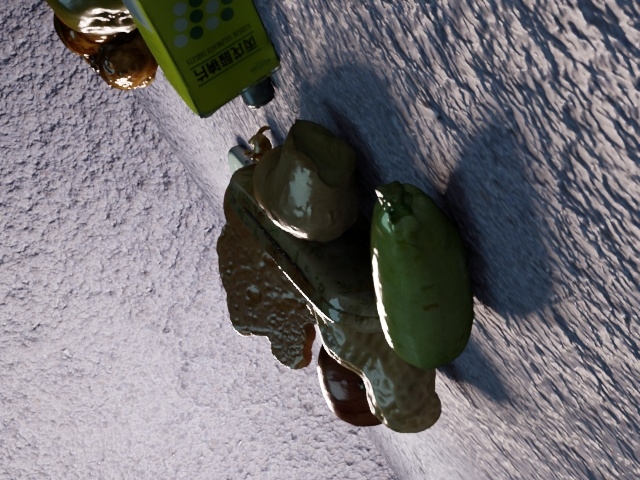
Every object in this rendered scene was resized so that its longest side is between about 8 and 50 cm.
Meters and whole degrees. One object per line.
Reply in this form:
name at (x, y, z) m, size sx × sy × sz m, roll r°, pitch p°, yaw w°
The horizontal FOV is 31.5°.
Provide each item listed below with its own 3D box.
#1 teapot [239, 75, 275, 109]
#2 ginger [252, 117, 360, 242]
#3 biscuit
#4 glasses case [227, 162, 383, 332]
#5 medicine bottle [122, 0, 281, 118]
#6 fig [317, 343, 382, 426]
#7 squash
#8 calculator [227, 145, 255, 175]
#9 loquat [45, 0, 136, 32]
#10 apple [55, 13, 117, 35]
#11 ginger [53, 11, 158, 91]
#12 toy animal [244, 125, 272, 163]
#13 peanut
teapot at (-0.101, -0.234, 1.661) m, size 0.083 × 0.049 × 0.063 m, roll 59°, pitch 171°, yaw -23°
ginger at (-0.013, -0.073, 1.512) m, size 0.267 × 0.138 × 0.152 m, roll 158°, pitch 116°, yaw -75°
biscuit at (-0.072, 0.043, 2.021) m, size 0.269 × 0.051 × 0.376 m, roll -16°, pitch 83°, yaw 41°
glasses case at (0.000, 0.000, 1.648) m, size 0.425 × 0.156 × 0.098 m, roll 46°, pitch 133°, yaw 49°
medicine bottle at (-0.174, -0.306, 1.497) m, size 0.141 × 0.137 × 0.250 m, roll 47°, pitch 168°, yaw 42°
fig at (0.092, 0.225, 1.948) m, size 0.205 × 0.205 × 0.205 m, roll 54°, pitch 172°, yaw 11°
squash at (0.113, 0.033, 1.280) m, size 0.118 × 0.118 × 0.371 m, roll 50°, pitch 167°, yaw 32°
calculator at (-0.136, -0.102, 2.423) m, size 0.184 × 0.042 × 0.295 m, roll 53°, pitch 171°, yaw 19°
loquat at (-0.306, -0.421, 1.593) m, size 0.213 × 0.213 × 0.246 m, roll 123°, pitch 140°, yaw -81°
apple at (-0.397, -0.461, 2.004) m, size 0.174 × 0.188 × 0.188 m, roll 53°, pitch 173°, yaw 51°
ginger at (-0.474, -0.458, 2.517) m, size 0.254 × 0.176 × 0.418 m, roll 54°, pitch 174°, yaw -32°
toy animal at (-0.083, -0.150, 1.945) m, size 0.083 × 0.081 × 0.060 m, roll 19°, pitch -177°, yaw -30°
peanut at (0.090, 0.162, 1.783) m, size 0.325 × 0.153 × 0.140 m, roll 63°, pitch 176°, yaw -6°
